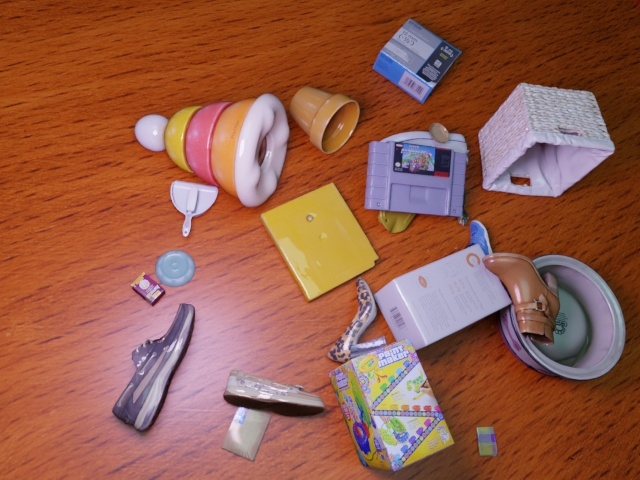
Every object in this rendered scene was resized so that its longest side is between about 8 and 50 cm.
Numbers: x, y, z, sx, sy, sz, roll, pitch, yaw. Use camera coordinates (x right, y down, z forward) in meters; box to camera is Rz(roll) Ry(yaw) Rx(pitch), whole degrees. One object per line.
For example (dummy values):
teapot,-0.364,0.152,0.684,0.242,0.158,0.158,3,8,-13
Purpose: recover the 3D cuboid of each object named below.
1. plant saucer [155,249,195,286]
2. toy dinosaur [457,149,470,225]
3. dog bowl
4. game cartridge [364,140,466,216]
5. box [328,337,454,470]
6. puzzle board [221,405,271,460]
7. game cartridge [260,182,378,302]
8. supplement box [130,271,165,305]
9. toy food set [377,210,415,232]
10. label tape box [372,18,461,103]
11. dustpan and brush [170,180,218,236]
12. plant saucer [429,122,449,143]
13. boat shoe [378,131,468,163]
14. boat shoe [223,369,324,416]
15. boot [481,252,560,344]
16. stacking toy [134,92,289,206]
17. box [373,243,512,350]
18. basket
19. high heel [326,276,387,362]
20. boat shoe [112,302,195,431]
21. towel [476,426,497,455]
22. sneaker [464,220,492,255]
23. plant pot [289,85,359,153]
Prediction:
plant saucer,-0.441,0.081,1.524,0.119,0.021,0.120,5,67,-11
toy dinosaur,0.472,-0.187,1.792,0.118,0.064,0.269,-1,93,-11
dog bowl,0.770,0.259,1.653,0.407,0.150,0.408,5,68,-12
game cartridge,0.323,-0.204,1.677,0.354,0.068,0.230,3,96,-19
box,0.175,0.447,1.368,0.176,0.290,0.279,-16,72,-17
puzzle board,-0.206,0.532,1.402,0.096,0.011,0.128,23,65,-1
game cartridge,0.000,0.000,1.644,0.285,0.053,0.324,-26,78,-21
supplement box,-0.505,0.143,1.473,0.083,0.043,0.055,38,64,3
toy food set,0.266,-0.121,1.745,0.128,0.071,0.218,48,66,-18
label tape box,0.406,-0.747,1.996,0.249,0.115,0.348,36,67,3
dustpan and brush,-0.408,-0.101,1.583,0.147,0.060,0.211,8,67,-10
plant saucer,0.416,-0.376,1.772,0.083,0.015,0.084,10,65,-22
boat shoe,0.375,-0.291,1.806,0.366,0.136,0.157,-4,72,-24
boat shoe,-0.124,0.426,1.411,0.285,0.105,0.089,13,50,-6
boot,0.597,0.175,1.504,0.283,0.109,0.220,27,61,-20
stacking toy,-0.366,-0.322,1.590,0.479,0.351,0.351,15,65,12
box,0.379,0.183,1.571,0.345,0.168,0.215,-19,74,-23
basket,0.787,-0.355,1.806,0.328,0.331,0.267,4,66,-11
high heel,0.087,0.242,1.556,0.186,0.093,0.261,-18,55,6
boat shoe,-0.451,0.325,1.365,0.130,0.132,0.356,21,64,-4
towel,0.505,0.612,1.528,0.060,0.009,0.083,2,67,-11
sneaker,0.539,0.005,1.752,0.084,0.058,0.152,-8,77,-25
plant pot,0.001,-0.437,1.747,0.188,0.205,0.205,38,65,21
